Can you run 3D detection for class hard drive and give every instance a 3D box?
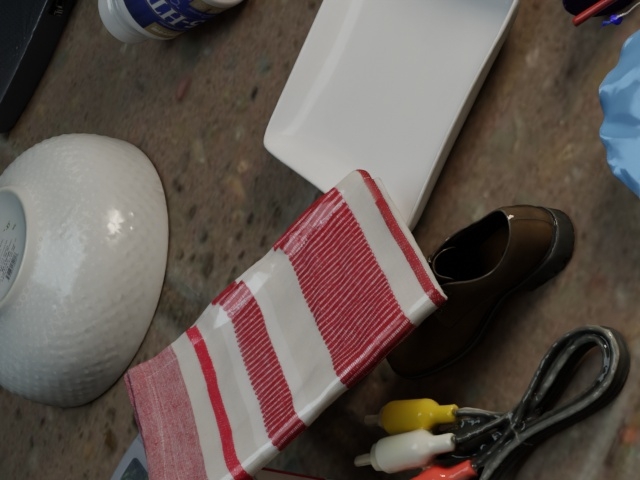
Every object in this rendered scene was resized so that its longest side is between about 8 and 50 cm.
[{"bbox_3d":[-0.416,-0.282,2.374,0.172,0.054,0.254,45,113,48],"label":"hard drive"}]

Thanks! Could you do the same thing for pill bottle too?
[{"bbox_3d":[-0.174,-0.297,2.033,0.187,0.112,0.112,-20,63,47],"label":"pill bottle"}]

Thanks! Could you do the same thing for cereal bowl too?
[{"bbox_3d":[-0.335,0.026,2.102,0.339,0.141,0.339,-22,60,45],"label":"cereal bowl"}]

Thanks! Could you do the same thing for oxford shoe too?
[{"bbox_3d":[0.119,0.041,1.572,0.227,0.096,0.083,-50,46,30],"label":"oxford shoe"}]

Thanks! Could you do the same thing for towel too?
[{"bbox_3d":[-0.044,0.096,1.597,0.329,0.037,0.237,-43,32,11],"label":"towel"}]

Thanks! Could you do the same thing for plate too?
[{"bbox_3d":[0.073,-0.164,1.738,0.278,0.045,0.277,39,109,49],"label":"plate"}]

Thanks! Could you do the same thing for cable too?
[{"bbox_3d":[0.146,0.171,1.511,0.287,0.072,0.139,-32,54,40],"label":"cable"}]

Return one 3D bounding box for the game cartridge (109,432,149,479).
[{"bbox_3d":[-0.181,0.332,1.878,0.294,0.060,0.196,-64,35,14],"label":"game cartridge"}]

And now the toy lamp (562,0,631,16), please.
[{"bbox_3d":[0.228,-0.336,1.582,0.080,0.080,0.274,-35,55,39],"label":"toy lamp"}]

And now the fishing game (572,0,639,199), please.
[{"bbox_3d":[0.315,-0.112,1.418,0.189,0.041,0.264,-34,63,27],"label":"fishing game"}]

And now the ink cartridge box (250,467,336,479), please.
[{"bbox_3d":[-0.038,0.338,1.600,0.237,0.172,0.100,-61,38,17],"label":"ink cartridge box"}]
